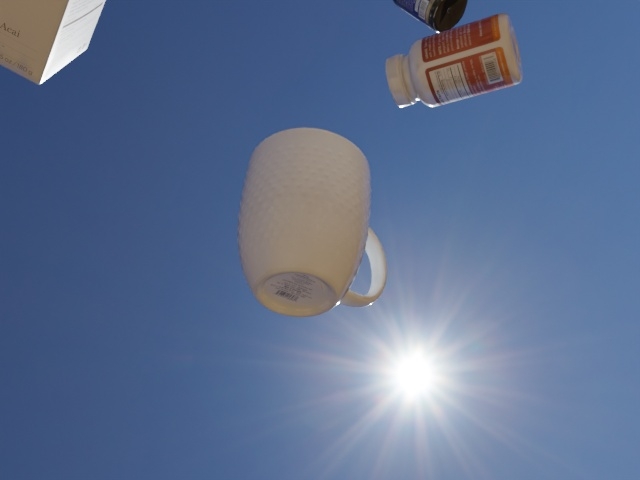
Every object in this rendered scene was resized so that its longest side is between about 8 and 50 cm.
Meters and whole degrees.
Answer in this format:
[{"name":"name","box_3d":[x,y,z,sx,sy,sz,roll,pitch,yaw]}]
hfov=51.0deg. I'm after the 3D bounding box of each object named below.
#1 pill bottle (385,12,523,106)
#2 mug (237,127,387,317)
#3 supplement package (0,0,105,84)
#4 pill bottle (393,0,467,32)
[{"name":"pill bottle","box_3d":[0.229,-0.302,1.160,0.121,0.216,0.121,39,-135,-55]},{"name":"mug","box_3d":[0.000,0.000,1.414,0.374,0.276,0.328,32,-136,-29]},{"name":"supplement package","box_3d":[-0.352,-0.383,0.833,0.177,0.175,0.293,28,-61,-12]},{"name":"pill bottle","box_3d":[0.260,-0.634,1.718,0.122,0.219,0.123,-30,-33,-22]}]
